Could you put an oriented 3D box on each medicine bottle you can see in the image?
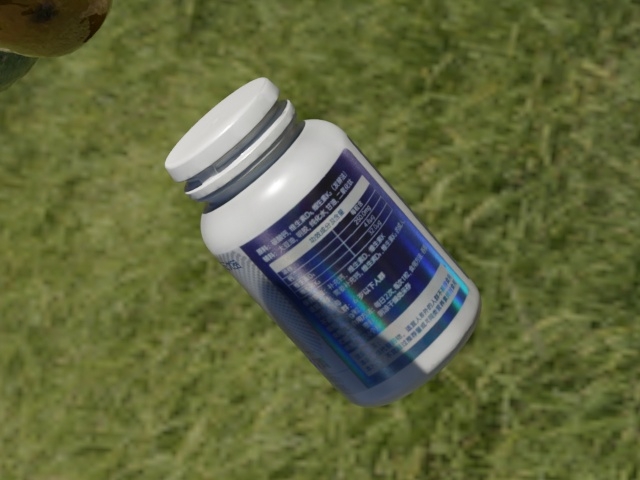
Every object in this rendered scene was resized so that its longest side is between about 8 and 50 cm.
[{"bbox_3d":[0.000,0.000,1.030,0.107,0.191,0.107,-38,15,13],"label":"medicine bottle"}]

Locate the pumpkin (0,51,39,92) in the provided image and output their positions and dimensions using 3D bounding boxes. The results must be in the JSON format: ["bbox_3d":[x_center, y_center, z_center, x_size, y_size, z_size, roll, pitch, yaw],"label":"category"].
[{"bbox_3d":[-0.329,-0.202,1.250,0.197,0.293,0.263,-61,11,-5],"label":"pumpkin"}]

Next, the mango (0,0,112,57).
[{"bbox_3d":[-0.175,-0.135,0.748,0.115,0.178,0.090,142,151,-81],"label":"mango"}]
